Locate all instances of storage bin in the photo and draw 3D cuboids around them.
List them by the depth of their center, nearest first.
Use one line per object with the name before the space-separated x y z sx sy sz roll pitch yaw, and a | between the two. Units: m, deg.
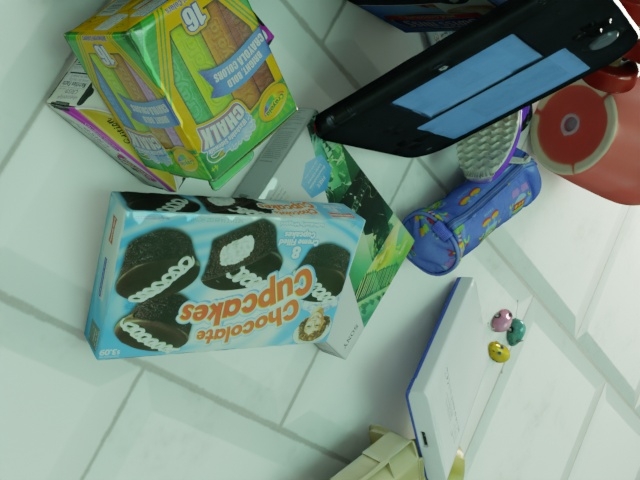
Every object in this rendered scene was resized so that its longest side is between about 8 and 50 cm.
storage bin | 0.047 0.475 1.203 0.262 0.123 0.260 -25 117 -39

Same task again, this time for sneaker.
sneaker | 0.319 -0.211 1.281 0.146 0.102 0.293 43 55 -50

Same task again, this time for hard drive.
hard drive | 0.234 0.241 1.314 0.319 0.040 0.210 -53 135 -49

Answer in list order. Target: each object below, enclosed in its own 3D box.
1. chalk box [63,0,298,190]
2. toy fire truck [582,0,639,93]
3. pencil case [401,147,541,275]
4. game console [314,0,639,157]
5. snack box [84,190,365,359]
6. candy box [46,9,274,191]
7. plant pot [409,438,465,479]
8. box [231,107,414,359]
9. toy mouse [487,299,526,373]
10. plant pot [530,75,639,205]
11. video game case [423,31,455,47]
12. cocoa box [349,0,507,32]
chalk box | -0.125 -0.148 0.743 0.132 0.132 0.213 -47 129 -26
toy fire truck | 0.542 -0.413 1.352 0.254 0.302 0.169 -31 142 -32
pencil case | 0.270 -0.061 1.280 0.306 0.119 0.133 -36 165 -34
game console | 0.222 -0.218 1.004 0.342 0.386 0.060 -9 74 -59
snack box | -0.109 0.043 0.900 0.322 0.060 0.187 1 116 -36
candy box | -0.172 -0.195 0.832 0.159 0.071 0.233 43 70 -44
plant pot | 0.182 0.413 1.335 0.095 0.134 0.134 26 81 -20
box | 0.000 0.000 1.072 0.232 0.058 0.322 -58 135 -17
toy mouse | 0.400 0.188 1.553 0.143 0.031 0.161 -56 134 -19
plant pot | 0.573 -0.216 1.479 0.243 0.275 0.275 3 98 -36
video game case | 0.236 -0.372 1.199 0.157 0.019 0.143 -34 126 -7
cocoa box | 0.172 -0.482 0.990 0.228 0.231 0.347 11 92 -47
